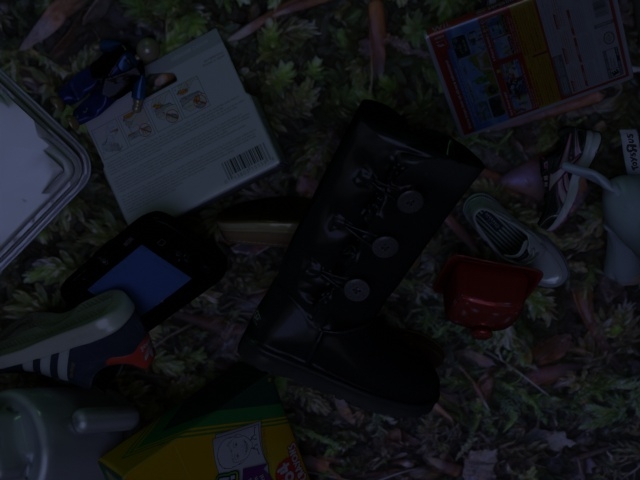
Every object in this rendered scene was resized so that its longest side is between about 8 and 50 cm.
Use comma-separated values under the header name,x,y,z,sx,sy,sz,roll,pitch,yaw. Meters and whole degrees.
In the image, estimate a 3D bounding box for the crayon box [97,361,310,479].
name,x,y,z,sx,sy,sz,roll,pitch,yaw
crayon box,-0.173,0.448,1.859,0.313,0.106,0.363,-34,117,-32

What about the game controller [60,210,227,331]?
name,x,y,z,sx,sy,sz,roll,pitch,yaw
game controller,-0.292,0.061,1.752,0.166,0.067,0.319,30,136,-27

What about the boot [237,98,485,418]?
name,x,y,z,sx,sy,sz,roll,pitch,yaw
boot,0.120,0.042,1.670,0.367,0.146,0.445,18,111,-24

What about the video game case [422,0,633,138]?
name,x,y,z,sx,sy,sz,roll,pitch,yaw
video game case,0.320,-0.284,1.645,0.285,0.025,0.204,-19,129,9

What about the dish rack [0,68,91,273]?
name,x,y,z,sx,sy,sz,roll,pitch,yaw
dish rack,-0.561,-0.094,1.703,0.333,0.072,0.285,-46,105,-2

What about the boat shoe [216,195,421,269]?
name,x,y,z,sx,sy,sz,roll,pitch,yaw
boat shoe,0.000,0.000,1.753,0.341,0.121,0.110,2,112,-1

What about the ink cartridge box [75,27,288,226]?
name,x,y,z,sx,sy,sz,roll,pitch,yaw
ink cartridge box,-0.224,-0.169,1.723,0.275,0.060,0.239,-25,85,12

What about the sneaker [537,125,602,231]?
name,x,y,z,sx,sy,sz,roll,pitch,yaw
sneaker,0.384,-0.105,1.736,0.077,0.072,0.178,22,104,5

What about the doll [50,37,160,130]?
name,x,y,z,sx,sy,sz,roll,pitch,yaw
doll,-0.327,-0.251,1.690,0.189,0.046,0.129,-37,93,9

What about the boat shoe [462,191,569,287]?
name,x,y,z,sx,sy,sz,roll,pitch,yaw
boat shoe,0.321,0.013,1.774,0.226,0.076,0.083,36,110,-13

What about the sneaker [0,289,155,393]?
name,x,y,z,sx,sy,sz,roll,pitch,yaw
sneaker,-0.426,0.198,1.808,0.350,0.131,0.148,-15,120,33

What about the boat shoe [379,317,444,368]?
name,x,y,z,sx,sy,sz,roll,pitch,yaw
boat shoe,0.132,0.184,1.860,0.178,0.060,0.064,23,112,-8

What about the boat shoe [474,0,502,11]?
name,x,y,z,sx,sy,sz,roll,pitch,yaw
boat shoe,0.258,-0.354,1.640,0.040,0.049,0.142,37,132,33

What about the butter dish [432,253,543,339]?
name,x,y,z,sx,sy,sz,roll,pitch,yaw
butter dish,0.268,0.106,1.765,0.160,0.118,0.160,11,154,-3

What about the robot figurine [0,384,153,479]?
name,x,y,z,sx,sy,sz,roll,pitch,yaw
robot figurine,-0.443,0.345,1.820,0.300,0.353,0.199,-25,72,30

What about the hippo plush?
name,x,y,z,sx,sy,sz,roll,pitch,yaw
hippo plush,0.556,-0.011,1.641,0.234,0.236,0.294,-29,125,2

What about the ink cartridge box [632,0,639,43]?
name,x,y,z,sx,sy,sz,roll,pitch,yaw
ink cartridge box,0.569,-0.325,1.610,0.172,0.100,0.237,-14,111,7
